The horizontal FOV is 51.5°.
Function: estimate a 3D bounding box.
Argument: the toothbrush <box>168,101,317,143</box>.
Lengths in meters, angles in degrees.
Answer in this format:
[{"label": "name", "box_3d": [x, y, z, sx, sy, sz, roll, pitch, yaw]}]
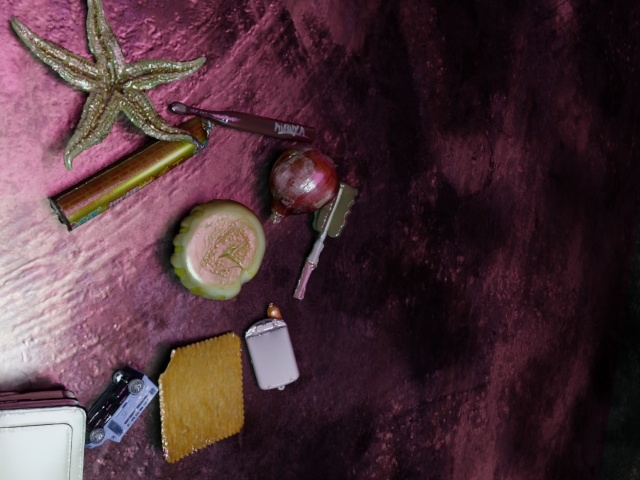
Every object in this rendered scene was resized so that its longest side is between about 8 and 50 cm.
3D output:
[{"label": "toothbrush", "box_3d": [-0.159, -0.257, 1.449, 0.363, 0.040, 0.041, 4, 91, -37]}]

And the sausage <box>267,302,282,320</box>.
[{"label": "sausage", "box_3d": [-0.100, 0.193, 1.533, 0.031, 0.031, 0.107, -27, 107, -33]}]

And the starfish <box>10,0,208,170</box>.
[{"label": "starfish", "box_3d": [-0.380, -0.312, 1.248, 0.346, 0.078, 0.358, -9, 86, -25]}]

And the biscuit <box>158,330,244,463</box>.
[{"label": "biscuit", "box_3d": [-0.248, 0.328, 1.411, 0.232, 0.013, 0.237, -10, 100, -50]}]

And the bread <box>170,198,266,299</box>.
[{"label": "bread", "box_3d": [-0.217, 0.015, 1.384, 0.213, 0.104, 0.214, -4, 97, -34]}]

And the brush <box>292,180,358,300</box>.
[{"label": "brush", "box_3d": [0.000, 0.000, 1.583, 0.084, 0.071, 0.301, 22, 89, -20]}]

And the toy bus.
[{"label": "toy bus", "box_3d": [-0.397, 0.332, 1.291, 0.167, 0.073, 0.076, -53, 132, -24]}]

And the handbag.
[{"label": "handbag", "box_3d": [-0.543, 0.449, 1.140, 0.236, 0.160, 0.359, 3, 91, -32]}]

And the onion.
[{"label": "onion", "box_3d": [-0.050, -0.118, 1.480, 0.195, 0.159, 0.159, -48, 122, 0]}]

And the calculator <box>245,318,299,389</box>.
[{"label": "calculator", "box_3d": [-0.109, 0.262, 1.511, 0.100, 0.032, 0.175, -15, 104, -9]}]

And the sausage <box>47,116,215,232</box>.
[{"label": "sausage", "box_3d": [-0.349, -0.143, 1.294, 0.371, 0.082, 0.082, -38, 115, -30]}]
